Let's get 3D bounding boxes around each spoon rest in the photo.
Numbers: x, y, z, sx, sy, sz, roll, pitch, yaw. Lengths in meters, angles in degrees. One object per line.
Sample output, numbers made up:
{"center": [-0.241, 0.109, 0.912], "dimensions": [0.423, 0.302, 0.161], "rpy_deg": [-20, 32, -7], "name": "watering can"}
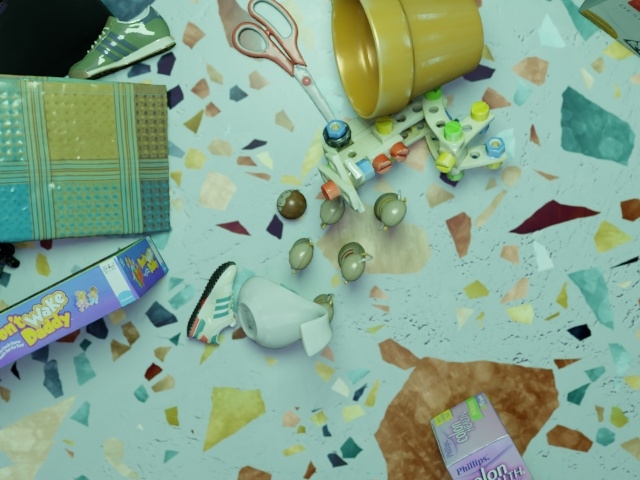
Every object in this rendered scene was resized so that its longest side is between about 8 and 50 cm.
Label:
{"center": [-0.061, 0.134, 1.326], "dimensions": [0.084, 0.276, 0.137], "rpy_deg": [-19, 105, -28], "name": "spoon rest"}

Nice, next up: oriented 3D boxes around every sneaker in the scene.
{"center": [-0.178, 0.116, 1.421], "dimensions": [0.075, 0.057, 0.161], "rpy_deg": [27, 97, -19], "name": "sneaker"}
{"center": [-0.352, -0.340, 1.349], "dimensions": [0.192, 0.064, 0.086], "rpy_deg": [-22, 99, -3], "name": "sneaker"}

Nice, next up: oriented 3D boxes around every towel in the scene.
{"center": [-0.436, -0.136, 1.312], "dimensions": [0.370, 0.040, 0.271], "rpy_deg": [-4, 99, -29], "name": "towel"}

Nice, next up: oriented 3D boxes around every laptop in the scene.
{"center": [-0.521, -0.419, 1.366], "dimensions": [0.234, 0.136, 0.264], "rpy_deg": [-36, 70, 5], "name": "laptop"}

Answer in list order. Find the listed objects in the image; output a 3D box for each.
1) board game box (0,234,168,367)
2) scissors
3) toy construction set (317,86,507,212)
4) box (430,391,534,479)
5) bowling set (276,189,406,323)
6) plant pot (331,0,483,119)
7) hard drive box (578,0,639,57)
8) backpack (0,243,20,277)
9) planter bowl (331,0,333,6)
{"center": [-0.448, 0.116, 1.329], "dimensions": [0.347, 0.233, 0.078], "rpy_deg": [-27, 97, 4], "name": "board game box"}
{"center": [-0.028, -0.300, 1.371], "dimensions": [0.297, 0.021, 0.109], "rpy_deg": [42, 95, -3], "name": "scissors"}
{"center": [0.124, -0.146, 1.288], "dimensions": [0.327, 0.151, 0.215], "rpy_deg": [-24, 56, -23], "name": "toy construction set"}
{"center": [0.311, 0.424, 1.372], "dimensions": [0.117, 0.213, 0.243], "rpy_deg": [-30, 96, 5], "name": "box"}
{"center": [0.000, 0.000, 1.346], "dimensions": [0.200, 0.154, 0.287], "rpy_deg": [30, 97, -4], "name": "bowling set"}
{"center": [0.138, -0.306, 1.207], "dimensions": [0.188, 0.205, 0.205], "rpy_deg": [-15, 98, -13], "name": "plant pot"}
{"center": [0.540, -0.366, 1.248], "dimensions": [0.181, 0.232, 0.089], "rpy_deg": [35, 97, -3], "name": "hard drive box"}
{"center": [-0.699, 0.064, 1.310], "dimensions": [0.276, 0.263, 0.213], "rpy_deg": [23, 98, -3], "name": "backpack"}
{"center": [0.124, -0.416, 1.314], "dimensions": [0.217, 0.090, 0.217], "rpy_deg": [0, 104, 0], "name": "planter bowl"}
